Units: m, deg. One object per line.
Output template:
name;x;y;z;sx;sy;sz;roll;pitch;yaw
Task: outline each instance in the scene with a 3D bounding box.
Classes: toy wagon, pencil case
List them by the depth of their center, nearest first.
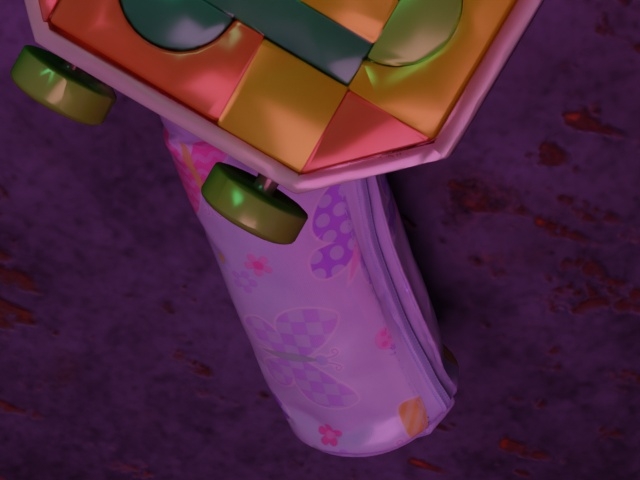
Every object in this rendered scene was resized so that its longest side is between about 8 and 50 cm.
toy wagon;-0.057;-0.173;0.872;0.344;0.068;0.267;31;99;3
pencil case;0.000;0.000;1.028;0.124;0.113;0.273;1;129;27
